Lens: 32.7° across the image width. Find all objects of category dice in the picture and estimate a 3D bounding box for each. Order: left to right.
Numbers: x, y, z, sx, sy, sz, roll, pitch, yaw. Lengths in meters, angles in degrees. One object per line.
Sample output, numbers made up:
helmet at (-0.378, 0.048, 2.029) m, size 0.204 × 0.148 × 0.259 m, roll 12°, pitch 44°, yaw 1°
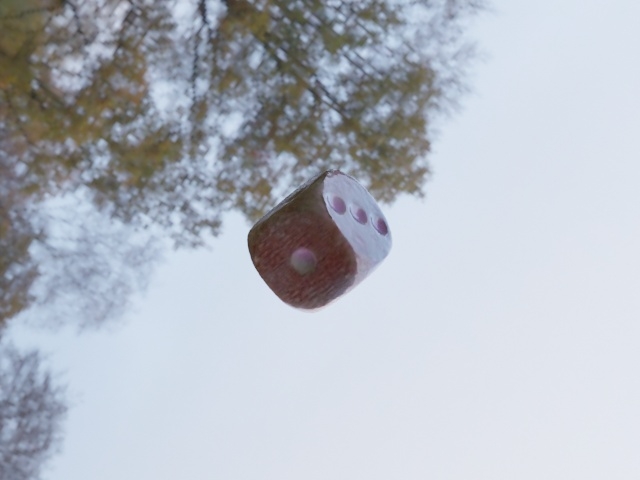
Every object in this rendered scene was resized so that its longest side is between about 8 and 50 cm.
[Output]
dice at (0.000, 0.000, 0.937) m, size 0.094 × 0.093 × 0.091 m, roll -34°, pitch -172°, yaw 27°
